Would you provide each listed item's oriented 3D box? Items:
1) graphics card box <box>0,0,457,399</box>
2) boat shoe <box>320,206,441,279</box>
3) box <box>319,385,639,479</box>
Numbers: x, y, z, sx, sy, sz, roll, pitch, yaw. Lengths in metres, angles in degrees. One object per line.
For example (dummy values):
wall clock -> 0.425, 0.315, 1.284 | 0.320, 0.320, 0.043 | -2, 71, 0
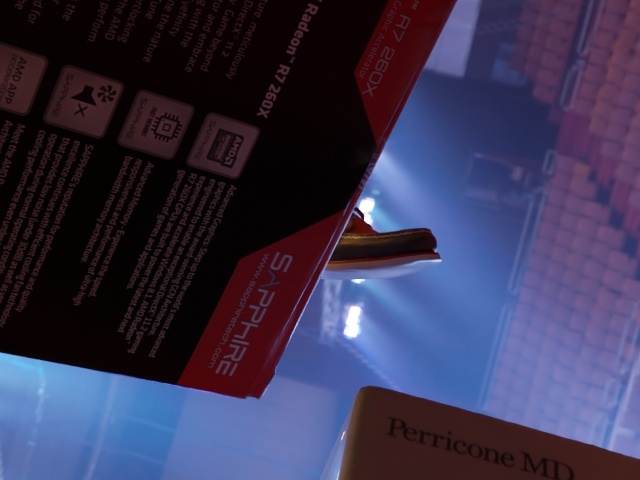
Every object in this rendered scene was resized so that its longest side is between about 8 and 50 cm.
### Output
graphics card box -> -0.147, -0.085, 0.383 | 0.233, 0.371, 0.094 | -64, 32, 20
boat shoe -> 0.000, 0.000, 0.573 | 0.049, 0.137, 0.043 | 17, -108, -55
box -> 0.050, 0.182, 0.328 | 0.232, 0.148, 0.127 | -76, 1, -50
